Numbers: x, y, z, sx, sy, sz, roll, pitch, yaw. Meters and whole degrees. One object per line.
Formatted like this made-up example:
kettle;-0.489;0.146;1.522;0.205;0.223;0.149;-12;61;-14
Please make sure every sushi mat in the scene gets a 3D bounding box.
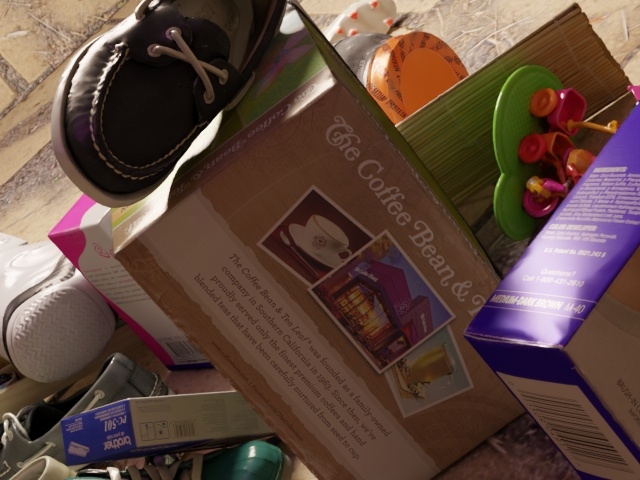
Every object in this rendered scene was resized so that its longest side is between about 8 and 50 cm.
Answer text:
sushi mat;0.153;-0.105;1.366;0.316;0.151;0.019;-34;50;12

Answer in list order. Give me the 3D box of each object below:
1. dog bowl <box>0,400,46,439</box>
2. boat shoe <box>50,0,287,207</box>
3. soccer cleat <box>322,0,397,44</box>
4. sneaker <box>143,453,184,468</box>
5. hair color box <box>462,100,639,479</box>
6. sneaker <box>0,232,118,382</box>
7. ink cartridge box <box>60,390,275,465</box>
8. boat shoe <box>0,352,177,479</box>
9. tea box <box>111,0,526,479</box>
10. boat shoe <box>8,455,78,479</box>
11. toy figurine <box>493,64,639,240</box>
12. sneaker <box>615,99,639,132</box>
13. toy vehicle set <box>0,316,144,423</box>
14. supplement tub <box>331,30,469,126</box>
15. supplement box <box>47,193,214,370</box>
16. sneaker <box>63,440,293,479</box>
dog bowl;-0.445;0.218;1.769;0.166;0.074;0.297;-45;25;-11
boat shoe;-0.106;-0.141;1.033;0.091;0.114;0.303;-29;27;34
soccer cleat;0.025;-0.284;1.962;0.196;0.068;0.076;-42;21;3
sneaker;-0.145;0.212;1.390;0.098;0.038;0.069;-29;26;46
hair color box;0.272;0.006;0.949;0.339;0.185;0.110;-51;26;-21
sneaker;-0.286;0.024;1.653;0.210;0.137;0.366;11;38;37
ink cartridge box;-0.127;0.170;1.258;0.097;0.207;0.046;-20;75;39
boat shoe;-0.304;0.210;1.542;0.319;0.099;0.116;-25;28;31
tea box;0.000;0.000;1.178;0.220;0.329;0.323;-37;23;6
boat shoe;-0.362;0.329;1.427;0.302;0.094;0.109;-38;24;6
toy figurine;0.253;-0.081;1.244;0.159;0.130;0.173;2;69;44
sneaker;0.324;-0.096;1.127;0.135;0.098;0.276;22;64;41
toy vehicle set;-0.344;0.135;1.664;0.266;0.035;0.166;-29;29;-29
supplement tub;0.010;-0.115;1.530;0.316;0.193;0.194;-15;34;43
supplement box;-0.177;0.030;1.518;0.111;0.220;0.114;-9;38;48
sneaker;-0.170;0.255;1.241;0.302;0.121;0.108;-33;25;16
